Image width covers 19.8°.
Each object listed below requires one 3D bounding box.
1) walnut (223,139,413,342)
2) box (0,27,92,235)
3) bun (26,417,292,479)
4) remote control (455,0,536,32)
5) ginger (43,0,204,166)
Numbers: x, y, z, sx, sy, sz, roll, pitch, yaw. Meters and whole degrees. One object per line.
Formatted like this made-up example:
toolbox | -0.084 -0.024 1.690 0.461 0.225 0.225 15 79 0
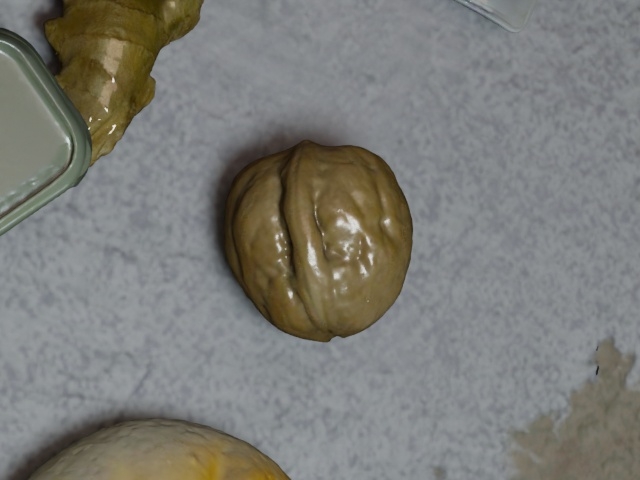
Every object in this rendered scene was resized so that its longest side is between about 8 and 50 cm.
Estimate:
walnut | 0.000 0.000 1.499 0.167 0.149 0.166 0 91 10
box | -0.318 -0.033 1.341 0.274 0.178 0.138 -36 99 -22
bun | -0.111 0.284 1.406 0.299 0.165 0.299 2 85 -24
remote control | 0.062 -0.294 1.603 0.313 0.055 0.109 26 82 -14
ginger | -0.171 -0.162 1.471 0.115 0.081 0.205 51 57 -43
